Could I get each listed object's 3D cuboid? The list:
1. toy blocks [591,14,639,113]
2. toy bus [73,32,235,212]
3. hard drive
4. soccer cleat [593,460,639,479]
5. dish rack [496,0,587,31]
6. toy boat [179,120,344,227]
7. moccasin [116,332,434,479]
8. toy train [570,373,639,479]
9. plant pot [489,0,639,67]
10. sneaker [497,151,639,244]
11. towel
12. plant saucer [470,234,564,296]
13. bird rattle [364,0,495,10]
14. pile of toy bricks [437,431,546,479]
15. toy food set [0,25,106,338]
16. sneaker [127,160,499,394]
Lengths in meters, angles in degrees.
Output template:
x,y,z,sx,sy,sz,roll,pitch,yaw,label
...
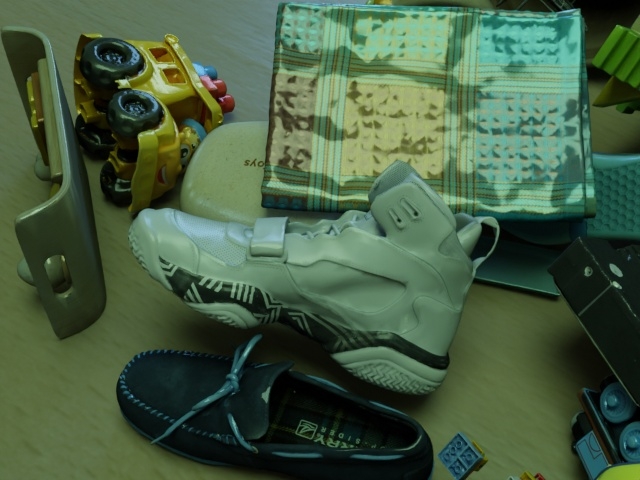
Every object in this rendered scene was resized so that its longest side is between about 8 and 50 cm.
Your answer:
x,y,z,sx,sy,sz,roll,pitch,yaw,label
0.504,-0.162,1.077,0.261,0.191,0.381,42,26,23,toy blocks
-0.199,-0.162,1.207,0.211,0.149,0.220,-11,53,-29,toy bus
0.399,0.147,0.936,0.236,0.064,0.339,6,43,-39,hard drive
0.246,0.268,0.826,0.289,0.093,0.121,-35,30,26,soccer cleat
0.235,-0.352,1.204,0.271,0.074,0.208,43,25,-1,dish rack
-0.014,-0.101,1.161,0.267,0.148,0.318,13,60,16,toy boat
-0.046,0.164,0.952,0.341,0.117,0.138,10,53,7,moccasin
0.309,0.223,0.917,0.080,0.105,0.184,19,36,-33,toy train
0.397,-0.408,1.346,0.263,0.263,0.229,25,37,18,plant pot
0.365,-0.054,1.139,0.319,0.127,0.208,12,10,41,sneaker
0.125,-0.152,1.057,0.370,0.040,0.272,3,69,1,towel
0.200,0.025,1.127,0.192,0.018,0.067,11,53,9,plant saucer
0.165,-0.268,1.251,0.253,0.207,0.143,6,70,16,bird rattle
0.118,0.273,0.877,0.212,0.105,0.118,-51,52,12,pile of toy bricks
-0.323,-0.070,1.069,0.092,0.220,0.306,-12,53,-10,toy food set
0.000,0.000,0.956,0.365,0.210,0.137,25,14,-6,sneaker
